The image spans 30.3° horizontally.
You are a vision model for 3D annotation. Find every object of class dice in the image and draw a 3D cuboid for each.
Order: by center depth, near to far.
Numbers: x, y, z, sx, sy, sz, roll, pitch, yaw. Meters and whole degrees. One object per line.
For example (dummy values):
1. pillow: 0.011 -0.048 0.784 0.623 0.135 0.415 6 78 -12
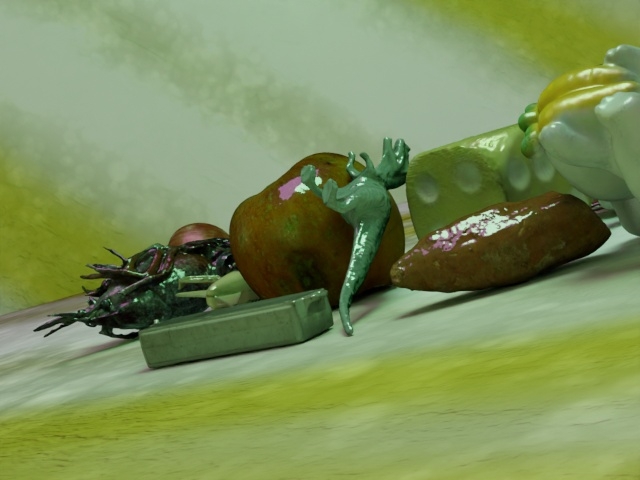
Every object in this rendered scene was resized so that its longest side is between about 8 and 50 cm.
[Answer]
1. dice: 0.225 -0.055 1.492 0.169 0.166 0.169 -20 5 -39

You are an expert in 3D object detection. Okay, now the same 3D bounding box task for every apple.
1. apple: 0.000 0.000 1.582 0.237 0.207 0.237 -34 1 1
2. apple: -0.209 0.041 2.062 0.131 0.146 0.146 7 3 -4

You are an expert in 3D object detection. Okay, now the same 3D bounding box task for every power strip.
1. power strip: -0.101 0.104 1.394 0.272 0.052 0.078 -12 5 33

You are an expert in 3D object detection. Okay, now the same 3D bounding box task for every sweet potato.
1. sweet potato: 0.196 0.005 1.310 0.252 0.097 0.097 -14 4 -5

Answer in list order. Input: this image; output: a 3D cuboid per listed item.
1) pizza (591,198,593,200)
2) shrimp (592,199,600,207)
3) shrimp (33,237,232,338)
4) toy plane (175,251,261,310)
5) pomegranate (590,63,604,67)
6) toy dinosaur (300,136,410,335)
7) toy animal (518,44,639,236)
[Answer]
1. pizza: 0.277 -0.049 1.617 0.058 0.127 0.246 -15 -13 -40
2. shrimp: 0.446 -0.079 1.888 0.217 0.051 0.150 -26 12 -28
3. shrimp: -0.271 0.090 1.854 0.372 0.137 0.172 -11 -41 -19
4. toy plane: -0.093 0.059 1.756 0.229 0.092 0.244 7 20 36
5. pomegranate: 0.456 -0.134 1.659 0.231 0.231 0.286 -16 33 -3
6. toy dinosaur: 0.023 -0.032 1.416 0.076 0.129 0.383 -49 9 42
7. toy animal: 0.349 -0.104 1.239 0.183 0.247 0.310 -58 11 -6
